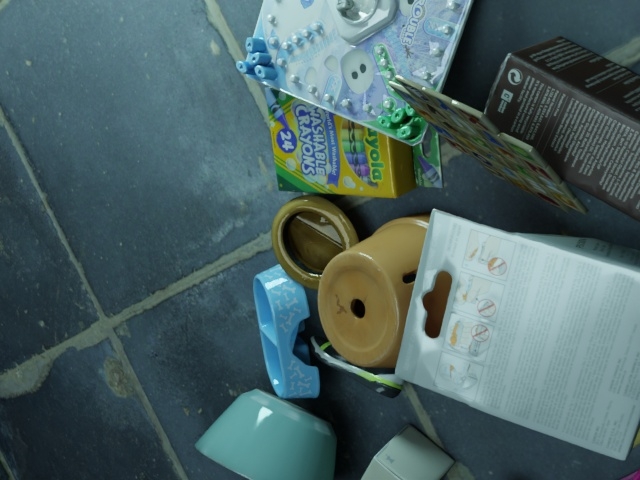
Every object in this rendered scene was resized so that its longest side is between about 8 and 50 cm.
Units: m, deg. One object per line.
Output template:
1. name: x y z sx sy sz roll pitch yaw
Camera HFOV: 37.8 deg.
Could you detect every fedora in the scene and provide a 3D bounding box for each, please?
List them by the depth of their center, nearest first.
1. fedora: 0.000 0.000 1.818 0.194 0.079 0.194 5 103 25

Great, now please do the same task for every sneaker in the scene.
1. sneaker: 0.085 0.229 1.873 0.234 0.084 0.097 25 89 32

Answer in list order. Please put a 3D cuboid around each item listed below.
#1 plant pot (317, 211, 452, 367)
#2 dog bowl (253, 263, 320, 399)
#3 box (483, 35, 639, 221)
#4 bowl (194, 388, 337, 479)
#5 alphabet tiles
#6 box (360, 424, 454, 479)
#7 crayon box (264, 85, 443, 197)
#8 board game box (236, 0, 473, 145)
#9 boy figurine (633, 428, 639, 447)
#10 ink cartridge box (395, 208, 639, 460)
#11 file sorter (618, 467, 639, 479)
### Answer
1. plant pot: 0.134 0.105 1.642 0.291 0.203 0.291 11 106 45
2. dog bowl: -0.073 0.190 1.911 0.166 0.074 0.297 -147 47 -66
3. box: 0.446 -0.146 1.355 0.381 0.191 0.143 33 125 24
4. bowl: -0.089 0.419 1.952 0.311 0.311 0.163 21 81 30
5. alphabet tiles: 0.253 -0.141 1.419 0.285 0.342 0.011 34 91 40
6. box: 0.134 0.538 1.897 0.121 0.148 0.311 37 128 19
7. crayon box: 0.056 -0.189 1.707 0.323 0.083 0.203 5 111 35
8. board game box: 0.061 -0.406 1.574 0.390 0.050 0.390 27 107 28
9. boy figurine: 0.520 0.203 1.500 0.177 0.092 0.285 6 112 35
10. ink cartridge box: 0.333 0.133 1.458 0.385 0.091 0.308 18 113 19
11. file sorter: 0.496 0.538 1.524 0.202 0.290 0.182 51 133 10
